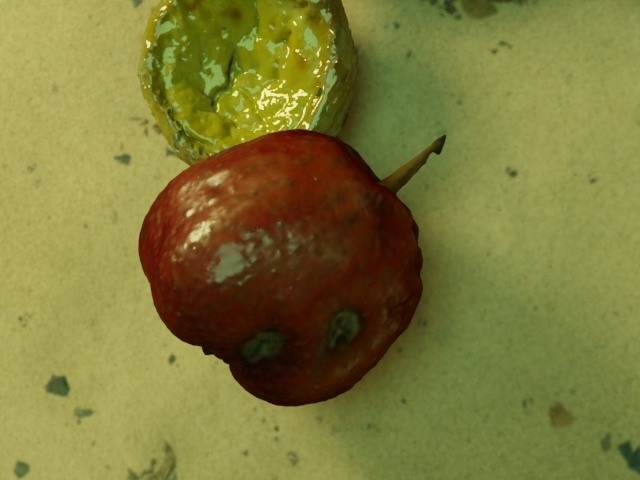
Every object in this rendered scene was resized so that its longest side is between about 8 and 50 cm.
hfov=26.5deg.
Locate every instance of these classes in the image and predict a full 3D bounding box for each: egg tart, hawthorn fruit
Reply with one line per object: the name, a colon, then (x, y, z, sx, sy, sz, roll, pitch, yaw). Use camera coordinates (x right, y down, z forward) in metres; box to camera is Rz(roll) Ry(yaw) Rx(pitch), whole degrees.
egg tart: (-0.054, -0.140, 1.097, 0.191, 0.074, 0.191, 0, 89, 14)
hawthorn fruit: (0.000, 0.000, 0.999, 0.243, 0.207, 0.207, -39, 72, 1)
